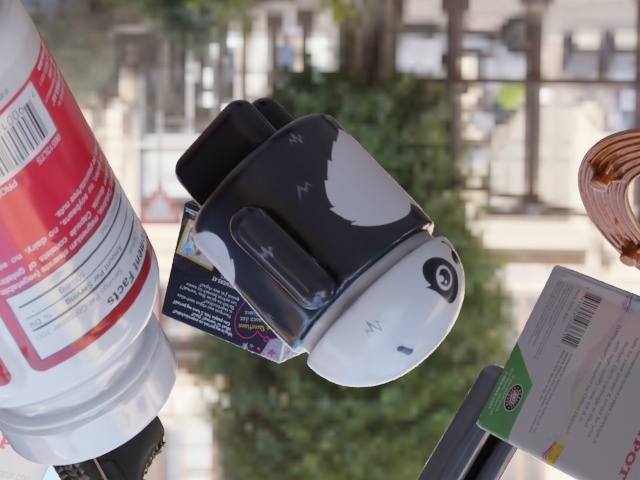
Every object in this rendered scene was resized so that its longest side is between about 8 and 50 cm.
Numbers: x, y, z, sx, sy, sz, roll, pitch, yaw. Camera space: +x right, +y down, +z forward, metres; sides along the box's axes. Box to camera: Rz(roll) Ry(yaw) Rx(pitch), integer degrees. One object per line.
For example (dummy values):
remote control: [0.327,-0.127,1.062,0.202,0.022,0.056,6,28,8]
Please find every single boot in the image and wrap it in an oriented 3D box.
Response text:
boot: [-0.206,0.278,2.225,0.137,0.198,0.077,-32,-175,-40]

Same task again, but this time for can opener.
can opener: [0.134,0.262,1.894,0.076,0.283,0.095,30,-179,-29]

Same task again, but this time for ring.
ring: [0.422,-0.001,2.066,0.336,0.032,0.337,26,155,13]

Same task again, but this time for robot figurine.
robot figurine: [0.002,-0.002,1.726,0.209,0.278,0.173,-36,167,-31]

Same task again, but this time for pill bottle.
pill bottle: [-0.278,-0.007,1.669,0.229,0.408,0.229,-16,-144,12]

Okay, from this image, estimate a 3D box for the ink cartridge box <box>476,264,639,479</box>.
ink cartridge box: [0.245,0.126,1.560,0.093,0.154,0.212,28,178,-31]

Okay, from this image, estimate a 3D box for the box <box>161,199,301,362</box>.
box: [-0.037,0.027,2.188,0.163,0.142,0.247,21,-160,23]

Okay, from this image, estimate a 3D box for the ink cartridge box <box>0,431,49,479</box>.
ink cartridge box: [-0.467,0.296,1.984,0.160,0.385,0.279,27,-177,41]
